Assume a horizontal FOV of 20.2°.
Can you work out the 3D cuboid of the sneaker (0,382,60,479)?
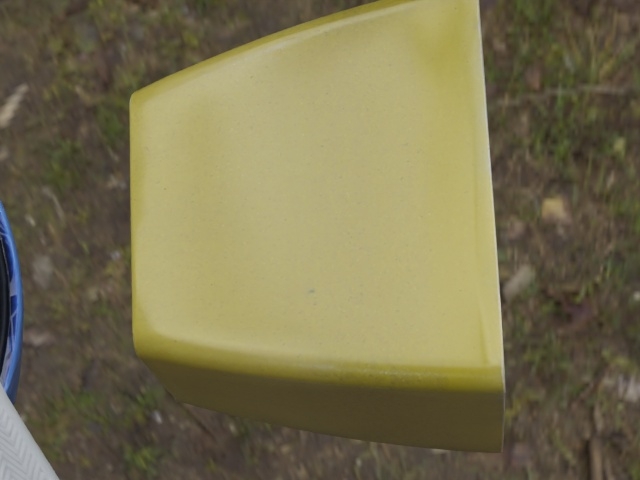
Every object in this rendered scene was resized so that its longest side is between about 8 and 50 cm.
[{"bbox_3d":[-0.209,0.145,0.824,0.169,0.108,0.292,-38,65,24],"label":"sneaker"}]

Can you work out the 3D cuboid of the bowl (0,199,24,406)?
[{"bbox_3d":[-0.363,0.036,1.074,0.391,0.077,0.391,10,66,-22],"label":"bowl"}]

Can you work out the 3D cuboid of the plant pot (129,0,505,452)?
[{"bbox_3d":[0.000,0.000,0.974,0.187,0.212,0.212,-3,74,4],"label":"plant pot"}]
